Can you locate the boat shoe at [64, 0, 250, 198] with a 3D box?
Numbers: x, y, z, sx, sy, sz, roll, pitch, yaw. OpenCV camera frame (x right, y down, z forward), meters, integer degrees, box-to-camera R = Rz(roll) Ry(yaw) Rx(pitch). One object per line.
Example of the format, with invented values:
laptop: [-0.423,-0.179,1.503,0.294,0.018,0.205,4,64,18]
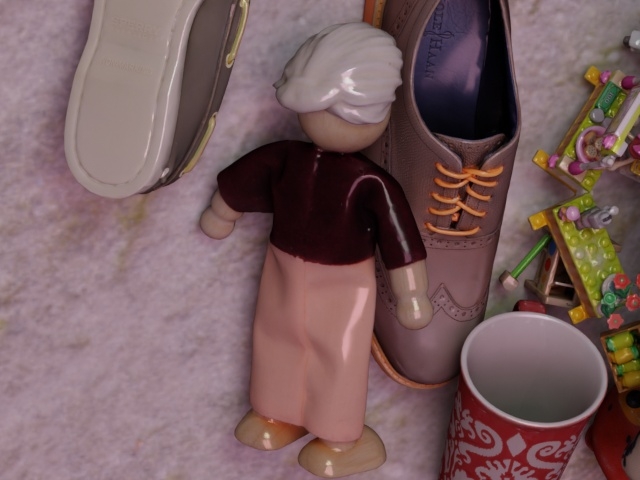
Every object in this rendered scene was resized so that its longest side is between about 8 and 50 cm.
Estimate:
boat shoe: [-0.103,-0.179,1.307,0.109,0.091,0.305,21,100,20]

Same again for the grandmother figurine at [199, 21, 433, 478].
grandmother figurine: [0.000,0.000,1.348,0.207,0.104,0.342,16,115,18]

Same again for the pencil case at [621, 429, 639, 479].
pencil case: [0.317,0.009,1.290,0.160,0.183,0.410,0,104,-20]

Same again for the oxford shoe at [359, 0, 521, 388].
oxford shoe: [0.085,-0.048,1.363,0.130,0.133,0.364,-5,106,-12]

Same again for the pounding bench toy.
pounding bench toy: [0.190,0.015,1.448,0.083,0.052,0.065,10,103,-15]

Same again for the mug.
mug: [0.162,0.143,1.429,0.113,0.150,0.169,30,139,18]

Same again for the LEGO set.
LEGO set: [0.238,-0.029,1.372,0.132,0.107,0.287,12,84,-15]

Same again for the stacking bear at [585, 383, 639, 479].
stacking bear: [0.357,0.123,1.466,0.289,0.175,0.164,-28,137,6]
